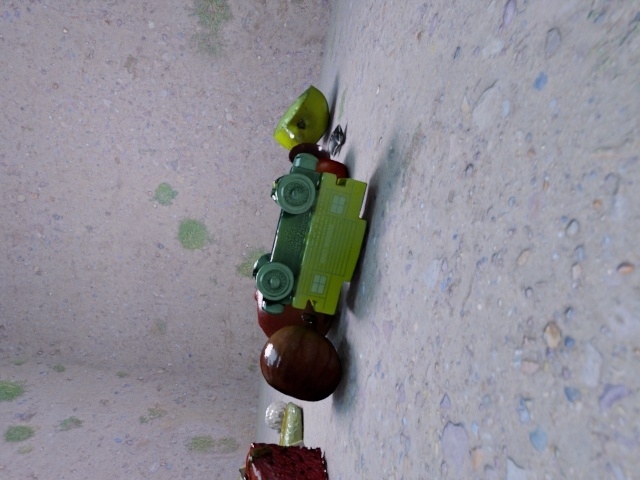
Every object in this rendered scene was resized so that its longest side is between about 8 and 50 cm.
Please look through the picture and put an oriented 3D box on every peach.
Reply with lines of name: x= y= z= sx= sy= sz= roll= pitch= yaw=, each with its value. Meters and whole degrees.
peach: x=-0.004 y=-0.199 z=1.523 sx=0.248 sy=0.245 sz=0.275 roll=-41 pitch=20 yaw=30

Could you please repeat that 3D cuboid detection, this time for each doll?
doll: x=-0.197 y=0.816 z=1.904 sx=0.293 sy=0.119 sz=0.138 roll=104 pitch=163 yaw=-60

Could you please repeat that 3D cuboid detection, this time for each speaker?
speaker: x=-0.069 y=-0.348 z=2.094 sx=0.329 sy=0.198 sz=0.259 roll=98 pitch=163 yaw=-58

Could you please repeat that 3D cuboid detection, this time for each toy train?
toy train: x=-0.022 y=-0.001 z=1.121 sx=0.179 sy=0.272 sz=0.442 roll=-136 pitch=60 yaw=-78

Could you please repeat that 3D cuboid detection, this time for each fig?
fig: x=-0.048 y=0.336 z=1.136 sx=0.214 sy=0.235 sz=0.235 roll=-51 pitch=-17 yaw=-48

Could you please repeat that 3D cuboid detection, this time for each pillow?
pillow: x=0.065 y=-0.407 z=1.697 sx=0.091 sy=0.055 sz=0.136 roll=63 pitch=162 yaw=15

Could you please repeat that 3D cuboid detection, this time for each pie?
pie: x=-0.126 y=0.791 z=1.615 sx=0.323 sy=0.070 sz=0.323 roll=-169 pitch=90 yaw=-84

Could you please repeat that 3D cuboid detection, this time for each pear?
pear: x=-0.088 y=-0.586 z=2.128 sx=0.342 sy=0.238 sz=0.318 roll=-44 pitch=19 yaw=27

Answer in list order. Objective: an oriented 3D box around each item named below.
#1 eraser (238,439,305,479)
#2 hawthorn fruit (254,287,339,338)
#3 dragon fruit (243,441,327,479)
eraser: x=-0.139 y=0.726 z=1.263 sx=0.069 sy=0.226 sz=0.158 roll=39 pitch=130 yaw=48
hawthorn fruit: x=-0.073 y=0.206 z=1.326 sx=0.275 sy=0.299 sz=0.275 roll=-25 pitch=-61 yaw=-60
dragon fruit: x=-0.055 y=0.656 z=1.050 sx=0.240 sy=0.302 sz=0.330 roll=-48 pitch=23 yaw=-18
